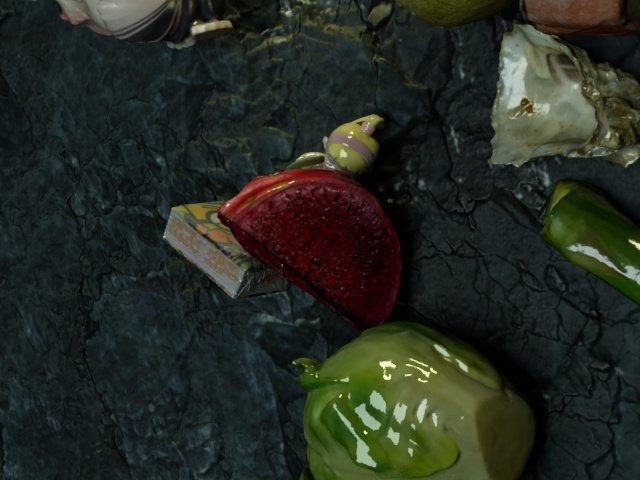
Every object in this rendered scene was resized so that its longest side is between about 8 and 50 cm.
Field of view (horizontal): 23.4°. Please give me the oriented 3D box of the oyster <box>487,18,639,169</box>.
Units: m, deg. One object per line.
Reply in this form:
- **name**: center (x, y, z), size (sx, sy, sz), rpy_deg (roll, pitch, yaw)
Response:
- **oyster**: center (0.271, -0.143, 1.662), size (0.233, 0.107, 0.161), rpy_deg (31, 123, 53)

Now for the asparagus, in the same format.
- **asparagus**: center (0.354, 0.043, 1.624), size (0.343, 0.085, 0.082), rpy_deg (41, 97, 30)

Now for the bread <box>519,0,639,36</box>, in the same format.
- **bread**: center (0.289, -0.318, 1.552), size (0.123, 0.190, 0.244), rpy_deg (15, 104, 24)

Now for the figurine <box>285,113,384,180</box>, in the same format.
- **figurine**: center (0.014, -0.094, 1.902), size (0.187, 0.083, 0.083), rpy_deg (-44, 69, 49)

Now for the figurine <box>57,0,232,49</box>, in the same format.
- **figurine**: center (-0.278, -0.375, 1.982), size (0.361, 0.253, 0.211), rpy_deg (23, 96, 43)

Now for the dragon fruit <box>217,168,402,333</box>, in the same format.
- **dragon fruit**: center (0.000, 0.000, 1.858), size (0.189, 0.163, 0.261), rpy_deg (-36, 117, 20)

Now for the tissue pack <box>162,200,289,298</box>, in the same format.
- **tissue pack**: center (-0.117, 0.012, 1.996), size (0.148, 0.108, 0.060), rpy_deg (38, 118, 28)

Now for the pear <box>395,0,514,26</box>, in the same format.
- **pear**: center (0.146, -0.330, 1.649), size (0.211, 0.188, 0.228), rpy_deg (112, 165, -46)

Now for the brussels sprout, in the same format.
- **brussels sprout**: center (0.094, 0.228, 1.786), size (0.294, 0.227, 0.259), rpy_deg (-7, 108, 33)
